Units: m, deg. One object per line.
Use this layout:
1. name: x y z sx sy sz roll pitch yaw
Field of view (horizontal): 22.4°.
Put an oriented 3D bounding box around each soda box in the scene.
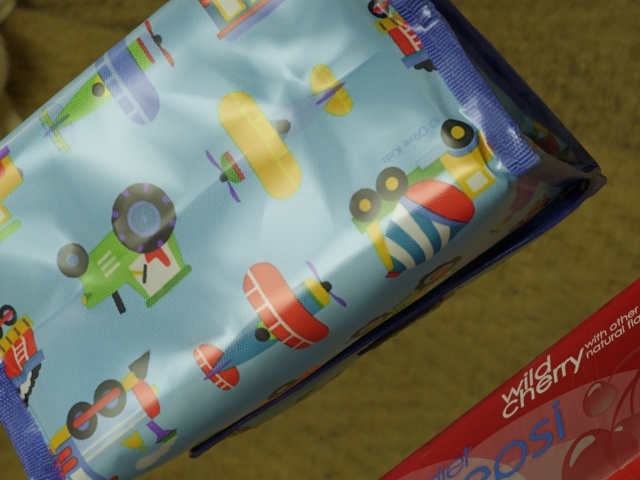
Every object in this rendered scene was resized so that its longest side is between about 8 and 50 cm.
1. soda box: 0.075 0.126 0.636 0.092 0.083 0.263 35 120 -24

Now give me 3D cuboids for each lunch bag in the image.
1. lunch bag: 0.000 0.000 0.704 0.221 0.293 0.138 -37 73 12
